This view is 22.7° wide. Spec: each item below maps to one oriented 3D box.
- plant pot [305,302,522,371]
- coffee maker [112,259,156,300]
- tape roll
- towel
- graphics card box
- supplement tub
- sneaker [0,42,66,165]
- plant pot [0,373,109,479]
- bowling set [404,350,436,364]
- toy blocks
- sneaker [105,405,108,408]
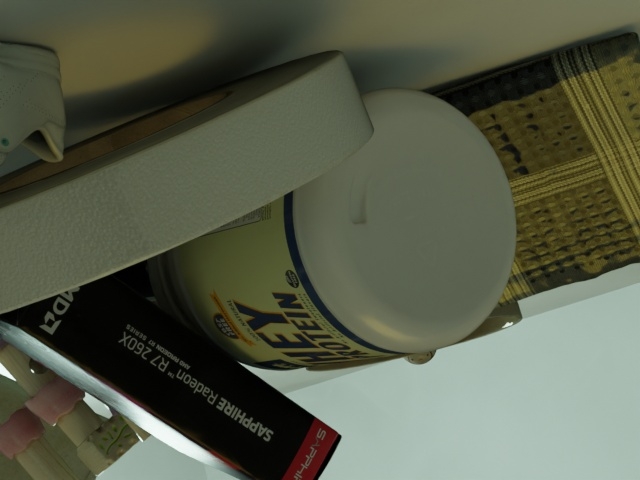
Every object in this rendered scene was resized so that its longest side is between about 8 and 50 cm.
[{"bbox_3d":[0.098,0.043,2.043,0.284,0.191,0.284,-13,169,-2],"label":"plant pot"},{"bbox_3d":[-0.262,0.019,1.661,0.178,0.120,0.171,-14,169,1],"label":"coffee maker"},{"bbox_3d":[-0.150,-0.043,1.222,0.392,0.072,0.392,-21,-170,4],"label":"tape roll"},{"bbox_3d":[0.225,-0.063,1.645,0.312,0.056,0.324,-18,135,17],"label":"towel"},{"bbox_3d":[-0.182,0.117,1.546,0.371,0.094,0.233,40,165,-33],"label":"graphics card box"},{"bbox_3d":[0.000,0.000,1.500,0.235,0.235,0.325,-6,175,-35],"label":"supplement tub"},{"bbox_3d":[-0.254,-0.093,1.121,0.080,0.094,0.212,-20,169,35],"label":"sneaker"},{"bbox_3d":[-0.498,0.319,2.308,0.305,0.334,0.334,34,160,-5],"label":"plant pot"},{"bbox_3d":[0.143,0.063,2.225,0.287,0.200,0.154,-16,167,-6],"label":"bowling set"},{"bbox_3d":[-0.252,0.097,1.865,0.288,0.260,0.309,-40,180,-42],"label":"toy blocks"},{"bbox_3d":[-0.359,0.186,2.356,0.256,0.151,0.094,-11,171,-4],"label":"sneaker"}]
